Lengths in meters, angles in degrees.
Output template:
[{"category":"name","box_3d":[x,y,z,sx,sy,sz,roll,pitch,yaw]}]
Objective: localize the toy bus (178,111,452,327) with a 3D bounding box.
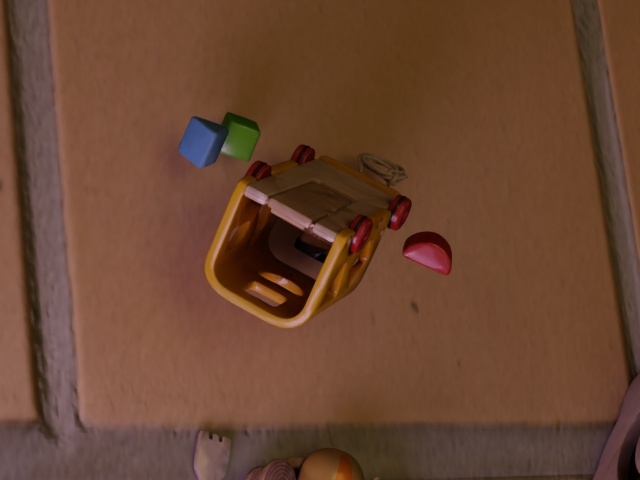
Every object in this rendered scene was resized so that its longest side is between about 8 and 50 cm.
[{"category":"toy bus","box_3d":[-0.009,-0.001,1.367,0.202,0.191,0.104,15,110,-30]}]

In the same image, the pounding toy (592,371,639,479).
[{"category":"pounding toy","box_3d":[0.346,0.174,1.526,0.155,0.154,0.269,40,56,-17]}]

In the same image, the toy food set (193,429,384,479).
[{"category":"toy food set","box_3d":[-0.006,0.213,1.338,0.192,0.038,0.132,19,64,-29]}]
